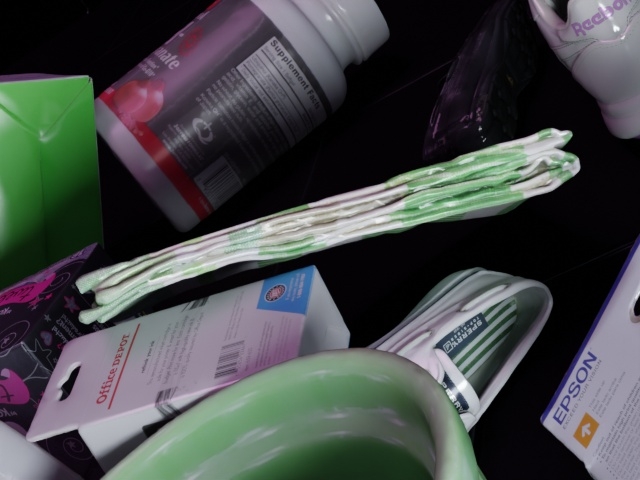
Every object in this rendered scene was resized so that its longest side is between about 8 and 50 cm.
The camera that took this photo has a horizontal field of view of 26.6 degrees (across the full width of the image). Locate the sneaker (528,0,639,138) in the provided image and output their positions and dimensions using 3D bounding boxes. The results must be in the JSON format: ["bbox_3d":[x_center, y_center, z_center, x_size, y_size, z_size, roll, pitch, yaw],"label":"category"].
[{"bbox_3d":[0.225,-0.196,1.078,0.114,0.152,0.305,-35,20,13],"label":"sneaker"}]

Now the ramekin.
[{"bbox_3d":[-0.025,0.209,0.649,0.303,0.148,0.303,-32,22,15],"label":"ramekin"}]

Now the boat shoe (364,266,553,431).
[{"bbox_3d":[0.063,0.091,0.841,0.075,0.083,0.226,-9,34,52],"label":"boat shoe"}]

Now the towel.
[{"bbox_3d":[0.000,0.000,0.937,0.324,0.038,0.248,-17,-3,-4],"label":"towel"}]

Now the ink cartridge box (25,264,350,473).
[{"bbox_3d":[-0.078,0.089,0.826,0.180,0.060,0.104,-17,30,18],"label":"ink cartridge box"}]

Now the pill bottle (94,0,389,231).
[{"bbox_3d":[-0.084,-0.171,1.476,0.318,0.176,0.176,-40,21,-5],"label":"pill bottle"}]

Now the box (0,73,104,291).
[{"bbox_3d":[-0.322,-0.048,1.467,0.126,0.262,0.231,-7,11,-24],"label":"box"}]

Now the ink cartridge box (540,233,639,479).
[{"bbox_3d":[0.212,0.045,0.629,0.223,0.045,0.224,-64,21,10],"label":"ink cartridge box"}]

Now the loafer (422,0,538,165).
[{"bbox_3d":[0.141,-0.145,1.205,0.078,0.076,0.223,-14,34,31],"label":"loafer"}]

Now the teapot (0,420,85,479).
[{"bbox_3d":[-0.272,0.209,0.912,0.252,0.256,0.187,6,57,49],"label":"teapot"}]

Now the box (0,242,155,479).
[{"bbox_3d":[-0.251,0.137,1.129,0.247,0.163,0.142,-24,24,32],"label":"box"}]
